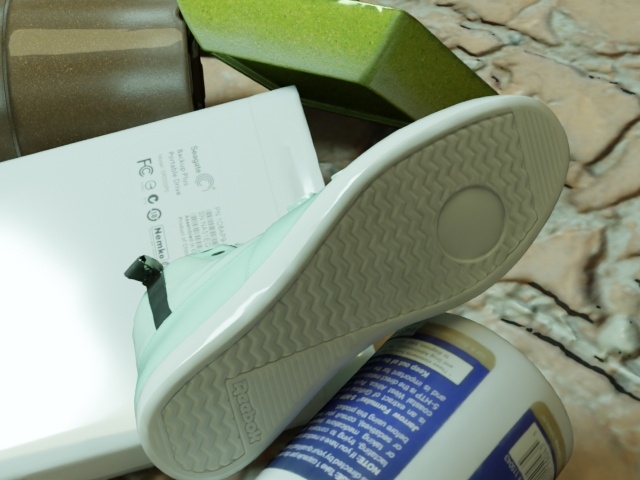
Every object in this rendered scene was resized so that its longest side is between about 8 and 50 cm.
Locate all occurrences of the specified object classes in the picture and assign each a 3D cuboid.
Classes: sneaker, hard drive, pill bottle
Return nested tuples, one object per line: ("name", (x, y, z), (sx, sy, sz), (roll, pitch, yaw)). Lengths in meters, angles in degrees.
("sneaker", (-0.001, 0.000, 0.623), (0.256, 0.094, 0.151), (-38, 24, -2))
("hard drive", (-0.159, 0.041, 0.744), (0.352, 0.047, 0.233), (-15, 56, -1))
("pill bottle", (0.028, 0.133, 0.580), (0.112, 0.112, 0.186), (26, 56, 35))

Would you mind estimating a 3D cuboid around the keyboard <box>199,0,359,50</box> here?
("keyboard", (-0.051, -0.191, 1.002), (0.192, 0.038, 0.100), (4, 60, 25))

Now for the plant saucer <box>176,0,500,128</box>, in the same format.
("plant saucer", (0.008, -0.123, 0.833), (0.188, 0.188, 0.045), (17, 87, 29))

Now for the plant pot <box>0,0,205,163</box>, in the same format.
("plant pot", (-0.170, -0.111, 0.864), (0.165, 0.167, 0.167), (-5, 43, -2))
